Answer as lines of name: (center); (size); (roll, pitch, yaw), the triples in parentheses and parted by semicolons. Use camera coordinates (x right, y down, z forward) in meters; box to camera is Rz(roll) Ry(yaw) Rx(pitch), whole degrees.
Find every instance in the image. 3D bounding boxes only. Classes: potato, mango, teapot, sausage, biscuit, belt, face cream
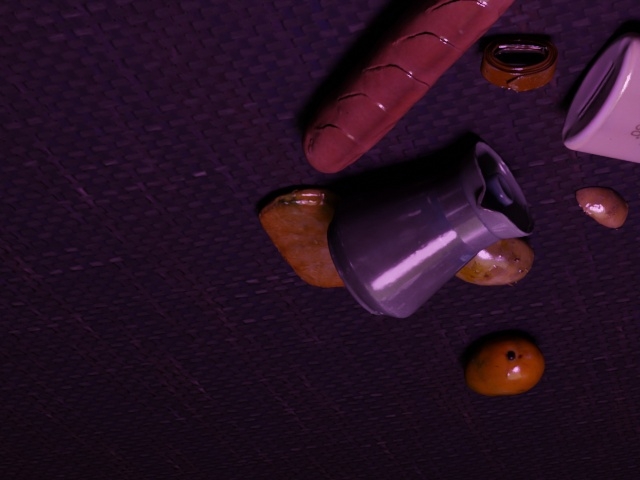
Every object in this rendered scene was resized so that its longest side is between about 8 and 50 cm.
potato: (0.379, -0.043, 1.755); (0.093, 0.037, 0.036); (22, 137, -33)
mango: (0.281, 0.203, 2.100); (0.111, 0.089, 0.163); (18, 151, -31)
teapot: (0.144, -0.017, 1.680); (0.225, 0.171, 0.203); (-29, 173, 23)
sausage: (0.093, -0.193, 1.446); (0.088, 0.088, 0.433); (14, 145, -25)
biscuit: (0.000, 0.000, 1.808); (0.118, 0.029, 0.247); (-9, 148, 15)
potato: (0.224, 0.021, 1.815); (0.138, 0.070, 0.091); (7, 146, -15)
belt: (0.219, -0.196, 1.472); (0.083, 0.059, 0.036); (-1, 149, -1)
face cream: (0.469, -0.141, 1.553); (0.348, 0.081, 0.173); (10, 138, -18)
